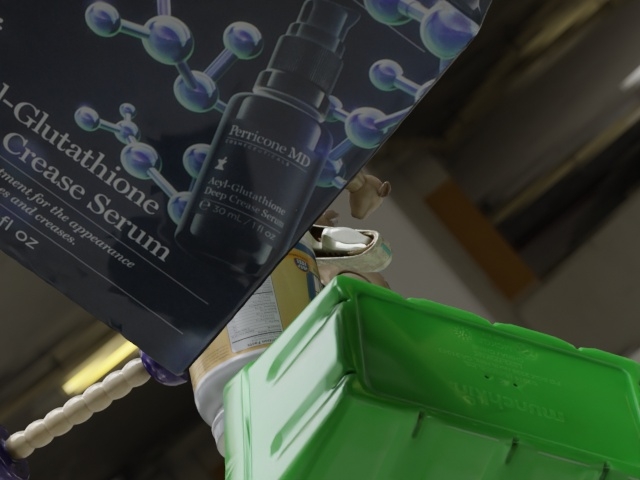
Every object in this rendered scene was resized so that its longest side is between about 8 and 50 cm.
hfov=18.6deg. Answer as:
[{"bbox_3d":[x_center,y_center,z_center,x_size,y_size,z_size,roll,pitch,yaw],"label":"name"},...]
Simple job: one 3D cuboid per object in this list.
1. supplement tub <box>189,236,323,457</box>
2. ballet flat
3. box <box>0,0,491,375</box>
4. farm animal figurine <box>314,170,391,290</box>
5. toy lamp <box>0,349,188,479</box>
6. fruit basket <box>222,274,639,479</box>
[{"bbox_3d":[-0.058,0.099,1.880,0.144,0.199,0.144,-10,-31,-6],"label":"supplement tub"},{"bbox_3d":[0.000,0.000,2.163,0.052,0.168,0.057,59,-139,-51],"label":"ballet flat"},{"bbox_3d":[-0.091,-0.150,1.425,0.395,0.293,0.212,-49,9,34],"label":"box"},{"bbox_3d":[-0.007,-0.001,2.446,0.172,0.326,0.330,-10,-28,-43],"label":"farm animal figurine"},{"bbox_3d":[-0.273,0.189,2.089,0.275,0.080,0.080,-30,-7,7],"label":"toy lamp"},{"bbox_3d":[0.080,0.237,1.679,0.392,0.392,0.283,-44,27,24],"label":"fruit basket"}]
